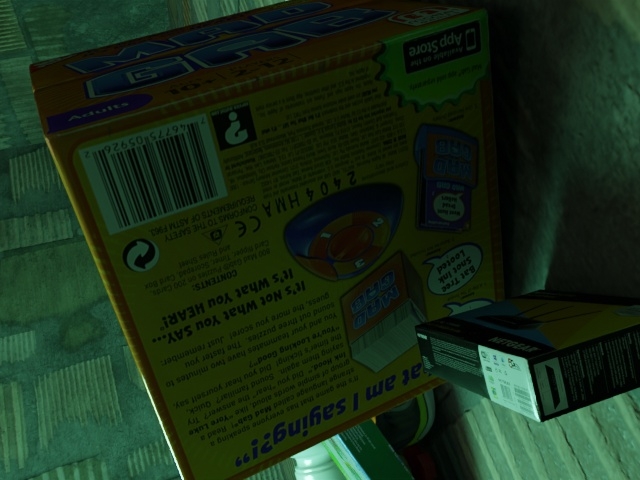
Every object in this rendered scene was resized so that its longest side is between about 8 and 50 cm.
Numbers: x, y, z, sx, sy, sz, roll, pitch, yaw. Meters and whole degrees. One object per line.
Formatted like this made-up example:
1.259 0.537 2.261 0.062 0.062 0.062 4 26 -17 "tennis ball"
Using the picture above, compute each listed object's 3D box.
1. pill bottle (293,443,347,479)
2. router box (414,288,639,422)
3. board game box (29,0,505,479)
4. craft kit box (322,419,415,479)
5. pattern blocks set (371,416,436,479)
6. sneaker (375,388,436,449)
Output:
-0.021 0.350 1.368 0.176 0.176 0.318 136 120 -73 "pill bottle"
0.168 0.078 0.493 0.179 0.133 0.046 176 80 -75 "router box"
-0.061 -0.037 0.693 0.356 0.356 0.356 41 147 57 "board game box"
0.077 0.344 0.956 0.250 0.061 0.246 55 162 1 "craft kit box"
0.143 0.426 1.100 0.325 0.026 0.285 -170 66 -74 "pattern blocks set"
0.089 0.192 0.902 0.111 0.121 0.300 -129 28 -47 "sneaker"
